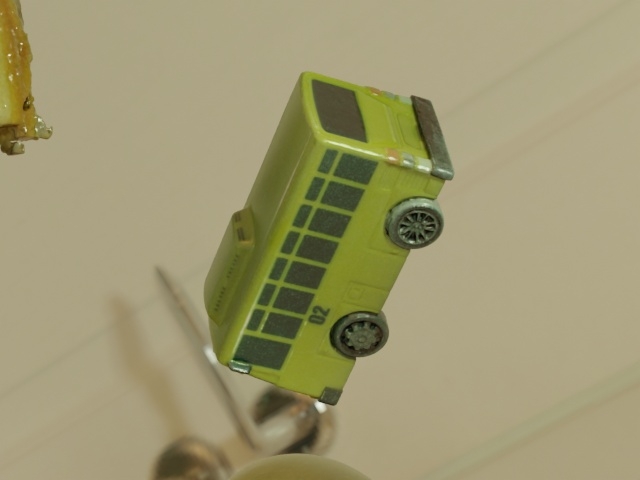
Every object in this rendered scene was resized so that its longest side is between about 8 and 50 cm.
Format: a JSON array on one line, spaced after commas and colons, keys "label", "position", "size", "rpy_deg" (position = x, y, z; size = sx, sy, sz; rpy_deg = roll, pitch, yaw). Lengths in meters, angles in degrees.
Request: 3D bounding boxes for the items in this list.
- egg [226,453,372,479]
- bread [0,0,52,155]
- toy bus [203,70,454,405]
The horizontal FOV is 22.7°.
[{"label": "egg", "position": [-0.006, 0.283, 1.176], "size": [0.188, 0.189, 0.253], "rpy_deg": [-9, 87, -66]}, {"label": "bread", "position": [-0.303, -0.142, 1.260], "size": [0.147, 0.127, 0.152], "rpy_deg": [-11, 106, -50]}, {"label": "toy bus", "position": [0.000, 0.000, 0.902], "size": [0.101, 0.175, 0.088], "rpy_deg": [14, 32, -18]}]
